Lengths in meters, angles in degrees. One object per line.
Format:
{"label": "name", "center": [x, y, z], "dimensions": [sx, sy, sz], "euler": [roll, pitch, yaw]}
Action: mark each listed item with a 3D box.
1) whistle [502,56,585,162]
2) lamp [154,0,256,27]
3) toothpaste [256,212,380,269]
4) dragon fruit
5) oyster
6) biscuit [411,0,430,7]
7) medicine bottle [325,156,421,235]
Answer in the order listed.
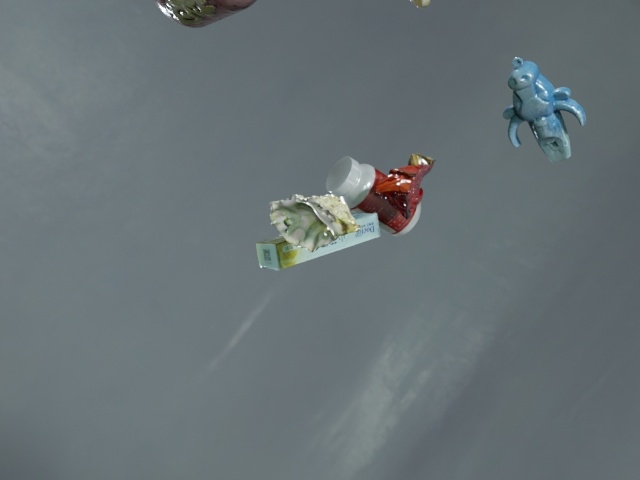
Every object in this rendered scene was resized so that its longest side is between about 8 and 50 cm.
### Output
{"label": "whistle", "center": [0.497, -0.296, 2.056], "dimensions": [0.180, 0.269, 0.093], "euler": [-18, 20, 35]}
{"label": "lamp", "center": [-0.201, -0.474, 1.582], "dimensions": [0.258, 0.180, 0.180], "euler": [-11, 42, 44]}
{"label": "toothpaste", "center": [0.000, 0.000, 2.141], "dimensions": [0.312, 0.071, 0.089], "euler": [-17, 12, -36]}
{"label": "dragon fruit", "center": [0.240, -0.149, 2.257], "dimensions": [0.092, 0.122, 0.192], "euler": [-33, 7, 48]}
{"label": "oyster", "center": [-0.018, -0.049, 1.859], "dimensions": [0.072, 0.133, 0.209], "euler": [-36, 9, -39]}
{"label": "biscuit", "center": [0.146, -0.674, 1.993], "dimensions": [0.044, 0.217, 0.325], "euler": [-28, 54, -23]}
{"label": "medicine bottle", "center": [0.142, -0.116, 2.395], "dimensions": [0.131, 0.250, 0.131], "euler": [-39, 35, 35]}
